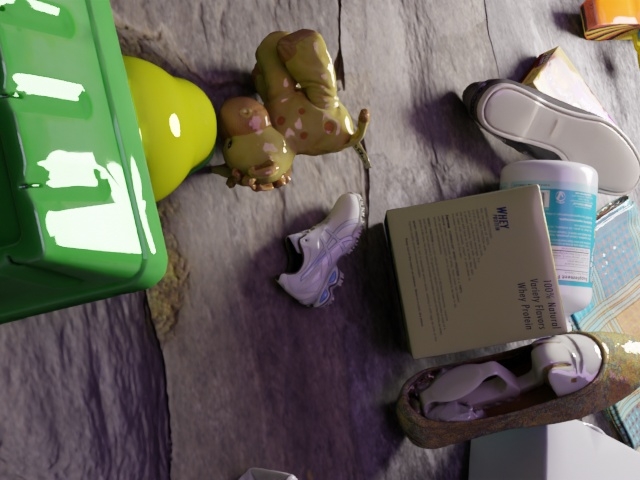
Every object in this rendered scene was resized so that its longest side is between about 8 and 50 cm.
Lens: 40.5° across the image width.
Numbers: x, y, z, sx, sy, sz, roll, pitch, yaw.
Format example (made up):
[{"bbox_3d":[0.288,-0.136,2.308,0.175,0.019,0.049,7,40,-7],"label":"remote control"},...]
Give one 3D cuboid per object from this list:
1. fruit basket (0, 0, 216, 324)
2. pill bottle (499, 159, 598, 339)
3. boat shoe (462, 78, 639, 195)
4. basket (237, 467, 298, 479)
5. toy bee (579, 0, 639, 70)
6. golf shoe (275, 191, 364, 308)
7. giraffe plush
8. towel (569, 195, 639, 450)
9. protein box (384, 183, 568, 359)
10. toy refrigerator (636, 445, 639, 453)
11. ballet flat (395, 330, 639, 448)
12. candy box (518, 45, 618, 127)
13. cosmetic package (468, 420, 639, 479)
[{"bbox_3d":[-0.281,-0.111,0.916,0.392,0.283,0.392,-14,90,-78],"label":"fruit basket"},{"bbox_3d":[0.338,0.018,1.310,0.146,0.146,0.264,6,87,-32],"label":"pill bottle"},{"bbox_3d":[0.374,-0.174,1.392,0.335,0.095,0.112,23,105,-22],"label":"boat shoe"},{"bbox_3d":[-0.077,0.361,0.997,0.103,0.113,0.167,51,58,-17],"label":"basket"},{"bbox_3d":[0.605,-0.395,1.599,0.298,0.162,0.195,14,80,-5],"label":"toy bee"},{"bbox_3d":[0.000,0.000,1.151,0.086,0.069,0.176,30,64,-19],"label":"golf shoe"},{"bbox_3d":[-0.058,-0.139,1.085,0.170,0.181,0.210,-32,82,-22],"label":"giraffe plush"},{"bbox_3d":[0.525,0.135,1.486,0.271,0.040,0.370,-30,98,-33],"label":"towel"},{"bbox_3d":[0.203,0.044,1.178,0.201,0.136,0.199,-10,86,2],"label":"protein box"},{"bbox_3d":[0.596,0.470,1.413,0.094,0.102,0.269,-13,86,-64],"label":"toy refrigerator"},{"bbox_3d":[0.264,0.185,1.145,0.349,0.123,0.123,-18,91,9],"label":"ballet flat"},{"bbox_3d":[0.419,-0.222,1.480,0.186,0.053,0.109,48,59,-15],"label":"candy box"},{"bbox_3d":[0.316,0.443,1.170,0.217,0.156,0.385,31,51,-25],"label":"cosmetic package"}]
